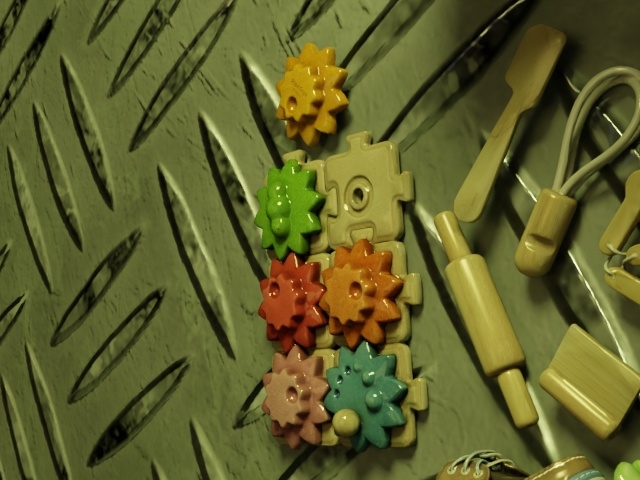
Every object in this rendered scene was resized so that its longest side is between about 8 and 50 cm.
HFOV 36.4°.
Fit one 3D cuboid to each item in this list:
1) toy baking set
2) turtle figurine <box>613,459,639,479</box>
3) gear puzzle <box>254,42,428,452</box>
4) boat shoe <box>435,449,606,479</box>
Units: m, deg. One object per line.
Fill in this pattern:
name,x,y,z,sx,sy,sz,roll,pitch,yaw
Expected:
toy baking set,0.159,-0.004,0.635,0.197,0.030,0.256,-41,59,34
turtle figurine,0.235,0.126,0.412,0.266,0.274,0.197,-4,47,41
gear puzzle,0.000,0.000,0.789,0.175,0.044,0.338,-10,80,46
boat shoe,0.106,0.176,0.648,0.183,0.066,0.066,-42,57,37
